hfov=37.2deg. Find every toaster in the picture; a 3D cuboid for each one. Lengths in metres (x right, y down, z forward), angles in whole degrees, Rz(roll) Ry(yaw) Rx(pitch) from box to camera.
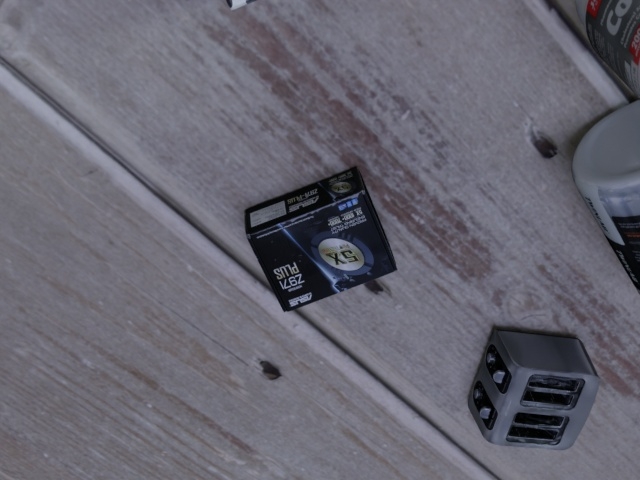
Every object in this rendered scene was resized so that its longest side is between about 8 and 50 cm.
[{"bbox_3d":[0.349,0.242,1.539,0.185,0.110,0.168,7,121,-11],"label":"toaster"}]

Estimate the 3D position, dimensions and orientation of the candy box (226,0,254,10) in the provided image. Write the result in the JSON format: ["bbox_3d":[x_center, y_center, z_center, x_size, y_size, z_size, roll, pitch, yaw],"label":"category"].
[{"bbox_3d":[-0.081,-0.413,1.117,0.159,0.071,0.233,-20,120,5],"label":"candy box"}]

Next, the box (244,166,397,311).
[{"bbox_3d":[0.000,0.000,1.371,0.180,0.077,0.147,-20,122,5],"label":"box"}]

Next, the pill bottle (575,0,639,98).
[{"bbox_3d":[0.414,-0.260,1.142,0.161,0.283,0.161,-3,121,-5],"label":"pill bottle"}]

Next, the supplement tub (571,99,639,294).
[{"bbox_3d":[0.514,-0.024,1.342,0.207,0.207,0.338,-32,119,12],"label":"supplement tub"}]
